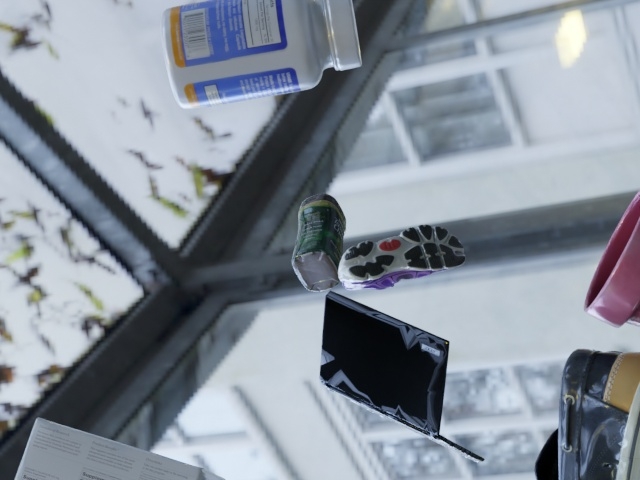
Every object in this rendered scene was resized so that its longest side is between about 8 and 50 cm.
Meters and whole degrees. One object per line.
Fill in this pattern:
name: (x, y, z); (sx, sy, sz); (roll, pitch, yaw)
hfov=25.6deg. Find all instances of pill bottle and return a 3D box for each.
pill bottle: (-0.082, -0.283, 2.027); (0.152, 0.272, 0.152); (-9, -90, -87)

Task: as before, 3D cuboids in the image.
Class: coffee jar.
coffee jar: (0.000, 0.000, 2.523); (0.184, 0.079, 0.096); (-84, -28, -52)

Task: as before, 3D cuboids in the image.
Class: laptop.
laptop: (0.130, 0.211, 2.151); (0.264, 0.234, 0.136); (34, -100, -53)

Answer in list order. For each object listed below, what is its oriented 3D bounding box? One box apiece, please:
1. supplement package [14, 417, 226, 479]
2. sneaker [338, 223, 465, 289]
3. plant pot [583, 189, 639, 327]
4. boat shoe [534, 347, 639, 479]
supplement package: (-0.299, 0.379, 2.097); (0.204, 0.262, 0.145); (65, -138, -74)
sneaker: (0.104, 0.027, 1.832); (0.071, 0.170, 0.068); (99, 160, -62)
plant pot: (0.477, 0.047, 1.888); (0.201, 0.180, 0.201); (-63, -4, -8)
boat shoe: (0.392, 0.339, 2.025); (0.187, 0.156, 0.500); (-54, -26, -42)
